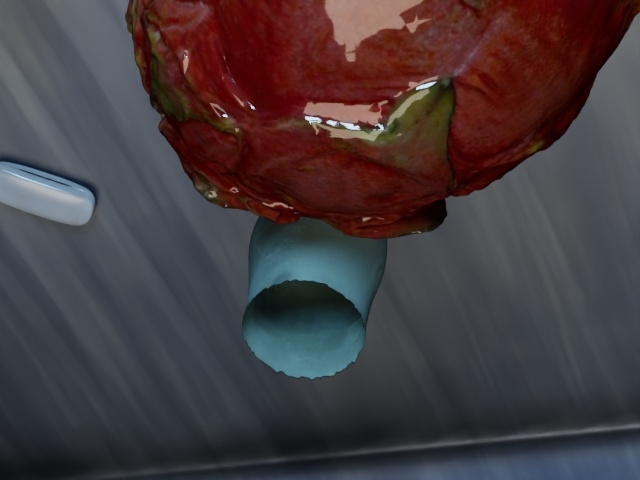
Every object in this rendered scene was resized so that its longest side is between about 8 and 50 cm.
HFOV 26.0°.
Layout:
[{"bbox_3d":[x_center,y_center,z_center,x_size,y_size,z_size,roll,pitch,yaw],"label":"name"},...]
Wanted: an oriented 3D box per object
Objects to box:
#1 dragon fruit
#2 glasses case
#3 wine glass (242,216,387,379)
[{"bbox_3d":[0.041,-0.153,0.767,0.277,0.277,0.342,33,118,-15],"label":"dragon fruit"},{"bbox_3d":[-0.210,-0.035,1.038,0.083,0.021,0.032,18,128,-5],"label":"glasses case"},{"bbox_3d":[0.000,0.000,0.925,0.093,0.202,0.093,4,127,5],"label":"wine glass"}]
